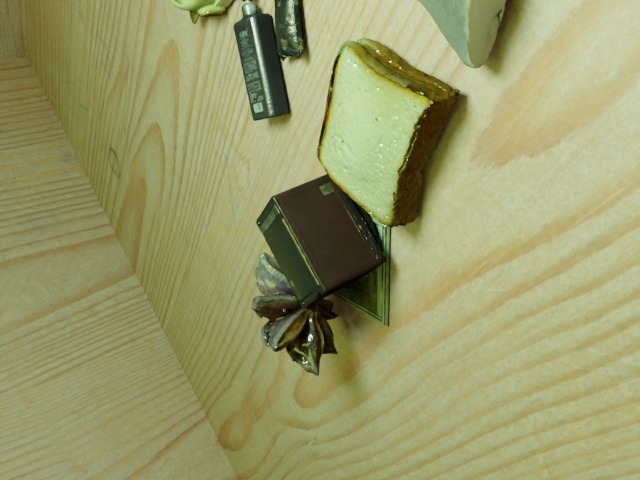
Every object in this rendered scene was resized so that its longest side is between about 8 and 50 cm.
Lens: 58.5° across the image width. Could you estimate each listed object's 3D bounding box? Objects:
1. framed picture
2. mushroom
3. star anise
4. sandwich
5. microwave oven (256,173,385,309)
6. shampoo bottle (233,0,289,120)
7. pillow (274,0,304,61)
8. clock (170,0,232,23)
[{"bbox_3d":[0.085,0.048,1.351,0.217,0.017,0.274,25,126,47],"label":"framed picture"},{"bbox_3d":[0.164,-0.427,0.907,0.328,0.122,0.159,51,132,27],"label":"mushroom"},{"bbox_3d":[-0.064,0.163,1.373,0.118,0.332,0.331,-21,89,23],"label":"star anise"},{"bbox_3d":[0.111,-0.210,1.112,0.271,0.099,0.301,50,145,35],"label":"sandwich"},{"bbox_3d":[0.000,0.000,1.270,0.247,0.188,0.178,60,151,7],"label":"microwave oven"},{"bbox_3d":[-0.151,-0.451,1.378,0.098,0.071,0.309,6,112,54],"label":"shampoo bottle"},{"bbox_3d":[-0.069,-0.478,1.272,0.090,0.048,0.150,10,110,43],"label":"pillow"},{"bbox_3d":[-0.313,-0.712,1.432,0.348,0.117,0.286,-39,74,55],"label":"clock"}]
